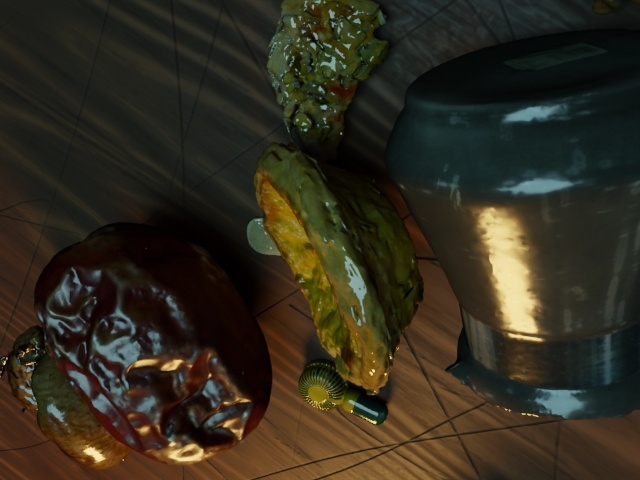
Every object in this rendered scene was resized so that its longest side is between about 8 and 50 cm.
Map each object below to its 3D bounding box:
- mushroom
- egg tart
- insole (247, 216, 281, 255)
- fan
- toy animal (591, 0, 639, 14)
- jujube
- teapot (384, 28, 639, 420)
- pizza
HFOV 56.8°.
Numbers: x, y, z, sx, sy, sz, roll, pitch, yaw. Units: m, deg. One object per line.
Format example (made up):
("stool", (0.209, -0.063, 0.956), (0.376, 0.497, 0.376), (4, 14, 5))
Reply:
("mushroom", (-0.405, 0.253, 1.028), (0.195, 0.263, 0.283), (-44, 113, 9))
("egg tart", (0.029, 0.023, 0.746), (0.129, 0.341, 0.341), (-24, 105, -15))
("insole", (0.000, 0.000, 0.879), (0.248, 0.011, 0.081), (4, 114, 22))
("fan", (0.036, 0.253, 0.959), (0.155, 0.039, 0.082), (23, 119, 12))
("toy animal", (0.238, -0.258, 0.527), (0.158, 0.312, 0.097), (8, 119, -14))
("jujube", (-0.240, 0.148, 0.892), (0.277, 0.276, 0.376), (-20, 109, 29))
("teapot", (0.274, -0.019, 0.623), (0.376, 0.305, 0.361), (-16, 117, 0))
("pizza", (-0.009, -0.211, 0.758), (0.147, 0.069, 0.226), (31, 120, 6))
